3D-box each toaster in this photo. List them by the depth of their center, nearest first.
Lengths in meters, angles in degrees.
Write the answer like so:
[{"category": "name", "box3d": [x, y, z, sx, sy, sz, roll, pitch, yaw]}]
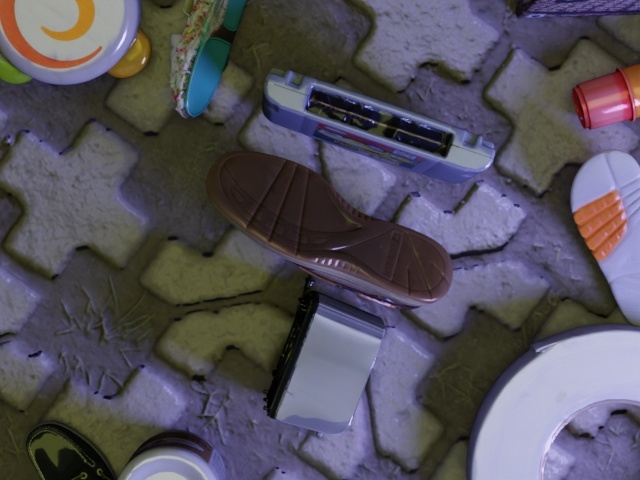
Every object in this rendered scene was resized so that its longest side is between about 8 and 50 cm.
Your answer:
[{"category": "toaster", "box3d": [0.004, 0.150, 1.916, 0.110, 0.168, 0.186, 20, 92, -4]}]

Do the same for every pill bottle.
[{"category": "pill bottle", "box3d": [-0.184, 0.309, 1.882, 0.131, 0.229, 0.131, 0, 91, -1]}]

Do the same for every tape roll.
[{"category": "tape roll", "box3d": [0.385, 0.304, 1.966, 0.392, 0.072, 0.392, 0, 93, 0]}]

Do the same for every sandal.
[{"category": "sandal", "box3d": [0.399, -0.005, 1.971, 0.102, 0.076, 0.265, -17, 112, 13]}]

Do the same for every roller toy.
[{"category": "roller toy", "box3d": [-0.324, -0.300, 1.909, 0.209, 0.146, 0.191, -1, 102, -3]}]

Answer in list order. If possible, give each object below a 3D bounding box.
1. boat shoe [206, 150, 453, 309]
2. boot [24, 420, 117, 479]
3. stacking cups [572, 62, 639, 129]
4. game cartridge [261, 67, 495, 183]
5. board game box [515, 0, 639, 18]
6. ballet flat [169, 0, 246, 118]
[{"category": "boat shoe", "box3d": [0.000, 0.000, 1.932, 0.342, 0.123, 0.123, 23, 66, -11]}, {"category": "boot", "box3d": [-0.302, 0.340, 1.905, 0.085, 0.178, 0.236, -36, 92, 0]}, {"category": "stacking cups", "box3d": [0.490, -0.221, 1.963, 0.316, 0.096, 0.096, -14, 91, 4]}, {"category": "game cartridge", "box3d": [0.066, -0.141, 1.894, 0.294, 0.196, 0.060, 19, 91, -2]}, {"category": "board game box", "box3d": [0.375, -0.367, 1.849, 0.232, 0.291, 0.141, -2, 91, -1]}, {"category": "ballet flat", "box3d": [-0.153, -0.278, 1.956, 0.077, 0.091, 0.241, 19, 86, 29]}]
